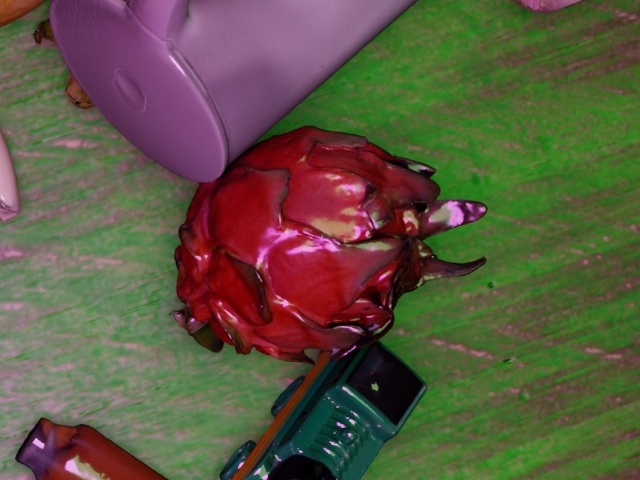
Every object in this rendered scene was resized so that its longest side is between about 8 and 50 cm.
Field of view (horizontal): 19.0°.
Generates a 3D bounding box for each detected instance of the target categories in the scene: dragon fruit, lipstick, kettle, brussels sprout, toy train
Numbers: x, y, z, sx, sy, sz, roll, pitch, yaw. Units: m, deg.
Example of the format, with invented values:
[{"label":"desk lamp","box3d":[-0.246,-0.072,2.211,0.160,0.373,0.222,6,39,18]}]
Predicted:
[{"label":"dragon fruit","box3d":[0.000,0.000,1.553,0.274,0.192,0.193,-23,85,-1]},{"label":"lipstick","box3d":[-0.064,0.274,1.577,0.418,0.077,0.077,34,79,-7]},{"label":"kettle","box3d":[-0.029,-0.219,1.509,0.318,0.265,0.205,-42,111,-21]},{"label":"brussels sprout","box3d":[-0.201,-0.152,1.596,0.051,0.046,0.083,-30,92,-12]},{"label":"toy train","box3d":[0.004,0.165,1.560,0.091,0.136,0.227,42,53,-6]}]

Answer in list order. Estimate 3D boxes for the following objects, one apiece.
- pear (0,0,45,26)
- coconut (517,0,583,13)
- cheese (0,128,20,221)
[{"label":"pear","box3d":[-0.299,-0.314,1.457,0.304,0.304,0.304,1,85,-13]},{"label":"coconut","box3d":[0.203,-0.265,1.671,0.110,0.110,0.124,-25,98,-14]},{"label":"cheese","box3d":[-0.306,-0.098,1.566,0.127,0.050,0.235,3,76,-5]}]
